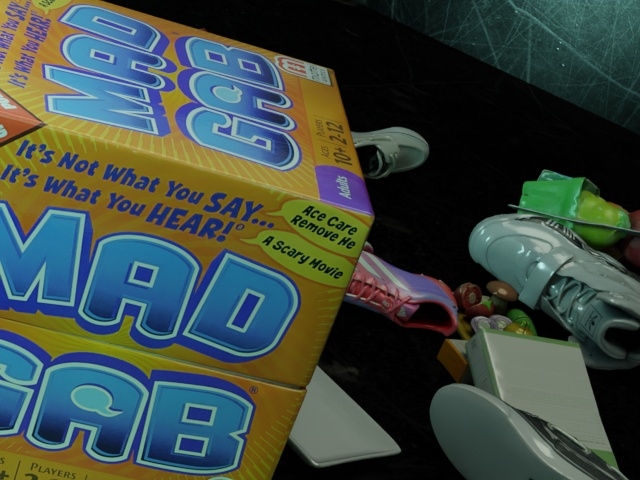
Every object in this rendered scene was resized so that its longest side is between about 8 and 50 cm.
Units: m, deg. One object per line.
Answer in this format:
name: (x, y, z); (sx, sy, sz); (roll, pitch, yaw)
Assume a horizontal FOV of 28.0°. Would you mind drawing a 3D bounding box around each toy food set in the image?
toy food set: (0.265, 0.108, 1.957); (0.128, 0.071, 0.218); (11, 24, -25)

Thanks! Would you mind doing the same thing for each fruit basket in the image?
fruit basket: (0.529, -0.026, 2.253); (0.353, 0.165, 0.327); (5, -2, 20)

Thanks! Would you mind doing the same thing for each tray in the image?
tray: (-0.037, 0.189, 1.548); (0.145, 0.030, 0.270); (0, 31, -44)

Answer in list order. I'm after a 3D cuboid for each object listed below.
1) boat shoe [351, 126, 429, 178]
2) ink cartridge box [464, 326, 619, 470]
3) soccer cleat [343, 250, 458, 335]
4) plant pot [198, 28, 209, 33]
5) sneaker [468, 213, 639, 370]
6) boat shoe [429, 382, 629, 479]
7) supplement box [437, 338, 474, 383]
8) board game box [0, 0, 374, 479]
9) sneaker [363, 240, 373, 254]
boat shoe: (0.097, -0.156, 2.373); (0.268, 0.096, 0.088); (5, 32, -34)
ink cartridge box: (0.300, 0.235, 1.730); (0.171, 0.056, 0.235); (11, 49, -26)
soccer cleat: (0.090, 0.076, 1.864); (0.248, 0.083, 0.095); (16, 27, -21)
plant pot: (-0.203, -0.111, 1.811); (0.236, 0.267, 0.267); (41, 26, 9)
sneaker: (0.402, 0.082, 2.054); (0.366, 0.137, 0.210); (28, 20, 4)
boat shoe: (0.270, 0.268, 1.546); (0.301, 0.108, 0.102); (32, 26, 25)
supplement box: (0.223, 0.173, 1.817); (0.098, 0.036, 0.062); (7, 28, -31)
board game box: (-0.191, 0.006, 1.230); (0.357, 0.356, 0.356); (15, 25, -13)
sneaker: (0.000, 0.000, 1.964); (0.170, 0.063, 0.075); (5, 34, -25)
